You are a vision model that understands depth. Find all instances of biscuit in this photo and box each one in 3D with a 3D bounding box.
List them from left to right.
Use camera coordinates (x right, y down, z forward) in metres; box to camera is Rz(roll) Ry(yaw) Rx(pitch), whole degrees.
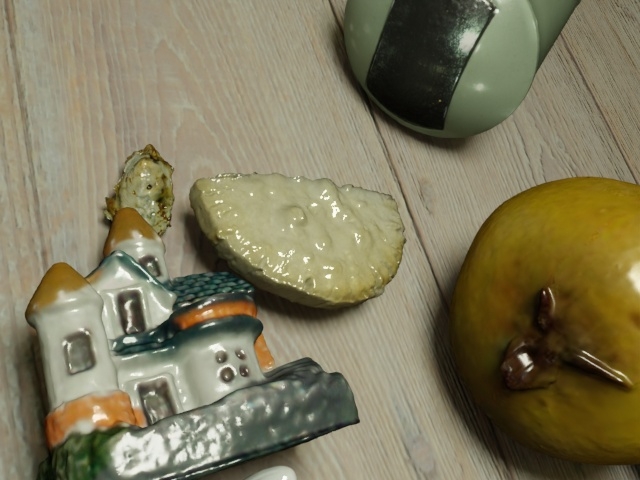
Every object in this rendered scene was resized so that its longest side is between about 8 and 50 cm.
[{"bbox_3d":[0.000,0.000,0.833,0.281,0.084,0.179,0,52,-37],"label":"biscuit"}]

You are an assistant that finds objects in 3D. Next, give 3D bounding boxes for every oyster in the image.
[{"bbox_3d":[-0.198,-0.053,0.826,0.086,0.029,0.132,37,49,-11],"label":"oyster"}]

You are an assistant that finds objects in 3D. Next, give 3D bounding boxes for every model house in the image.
[{"bbox_3d":[-0.145,0.082,0.675,0.271,0.190,0.301,-9,66,-30],"label":"model house"}]

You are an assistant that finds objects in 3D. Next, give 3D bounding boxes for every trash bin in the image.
[{"bbox_3d":[0.229,-0.347,1.068,0.280,0.280,0.432,42,49,0],"label":"trash bin"}]

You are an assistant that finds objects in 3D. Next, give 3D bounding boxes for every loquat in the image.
[{"bbox_3d":[0.320,0.084,0.838,0.359,0.328,0.328,-13,69,-47],"label":"loquat"}]

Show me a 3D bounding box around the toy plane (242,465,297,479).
[{"bbox_3d":[-0.106,0.277,0.593,0.251,0.101,0.255,39,94,-8],"label":"toy plane"}]
